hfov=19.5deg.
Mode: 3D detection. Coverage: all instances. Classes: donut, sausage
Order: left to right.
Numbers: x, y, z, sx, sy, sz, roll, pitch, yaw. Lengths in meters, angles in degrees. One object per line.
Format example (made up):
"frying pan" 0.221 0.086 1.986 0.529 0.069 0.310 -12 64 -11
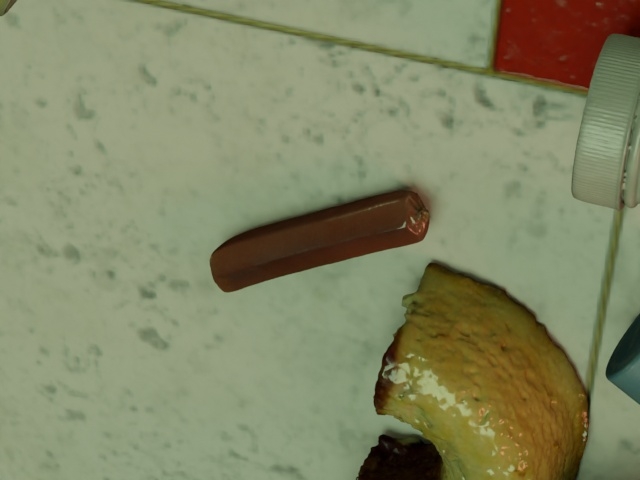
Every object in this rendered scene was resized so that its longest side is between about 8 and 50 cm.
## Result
"sausage" 0.000 0.000 1.095 0.147 0.035 0.030 -15 111 26
"donut" 0.078 0.133 1.107 0.141 0.085 0.217 17 120 12

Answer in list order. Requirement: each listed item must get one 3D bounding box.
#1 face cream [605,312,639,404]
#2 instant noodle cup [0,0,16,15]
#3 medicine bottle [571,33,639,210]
"face cream" 0.277 0.122 1.027 0.250 0.077 0.077 37 124 -3
"instant noodle cup" -0.224 -0.239 0.966 0.236 0.215 0.215 35 124 -9
"medicine bottle" 0.228 -0.043 0.940 0.186 0.103 0.103 14 121 15
